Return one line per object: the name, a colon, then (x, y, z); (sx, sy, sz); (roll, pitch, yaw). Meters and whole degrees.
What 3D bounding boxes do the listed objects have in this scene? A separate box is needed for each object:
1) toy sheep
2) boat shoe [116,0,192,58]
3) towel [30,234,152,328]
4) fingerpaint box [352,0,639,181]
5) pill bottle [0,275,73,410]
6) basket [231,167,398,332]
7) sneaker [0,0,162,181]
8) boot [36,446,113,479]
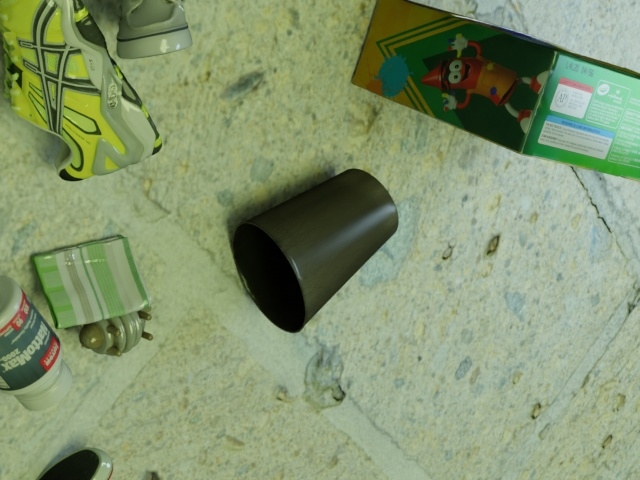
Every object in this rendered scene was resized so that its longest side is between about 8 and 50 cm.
toy sheep: (-0.288, 0.121, 1.995); (0.132, 0.091, 0.091); (-22, 122, -46)
boat shoe: (-0.211, -0.292, 1.778); (0.096, 0.267, 0.088); (-9, 110, 3)
towel: (-0.313, 0.056, 1.941); (0.152, 0.023, 0.113); (-14, 74, -39)
fingerpaint box: (0.340, -0.233, 2.213); (0.445, 0.371, 0.163); (9, 104, -44)
pill bottle: (-0.408, 0.142, 1.880); (0.108, 0.108, 0.180); (-45, 133, -18)
basket: (0.000, 0.000, 2.167); (0.227, 0.154, 0.204); (-36, 130, -30)
sneaker: (-0.341, -0.228, 1.756); (0.147, 0.145, 0.384); (-32, 121, -5)
boot: (-0.359, 0.426, 2.072); (0.244, 0.088, 0.176); (-51, 135, -2)
